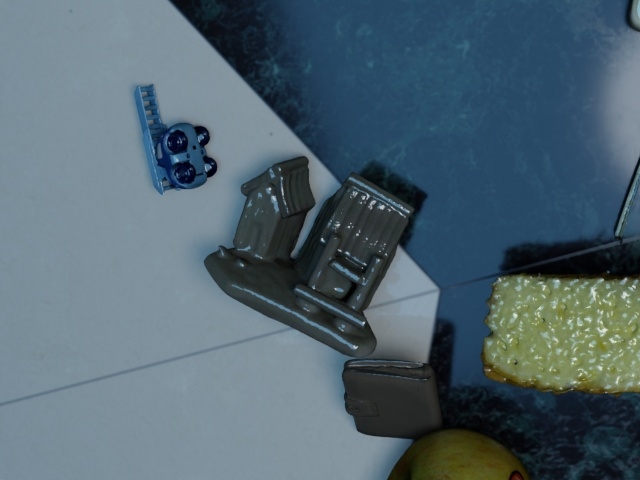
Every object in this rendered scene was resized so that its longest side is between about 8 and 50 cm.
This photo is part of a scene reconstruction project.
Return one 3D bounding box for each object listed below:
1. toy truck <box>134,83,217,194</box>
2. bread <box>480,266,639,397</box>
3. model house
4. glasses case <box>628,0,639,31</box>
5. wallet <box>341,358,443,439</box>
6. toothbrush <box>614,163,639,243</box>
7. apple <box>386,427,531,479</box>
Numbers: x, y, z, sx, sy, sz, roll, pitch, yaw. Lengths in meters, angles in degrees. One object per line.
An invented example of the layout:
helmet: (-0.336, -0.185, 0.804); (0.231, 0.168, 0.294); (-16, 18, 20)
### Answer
toy truck: (-0.179, -0.127, 1.350); (0.074, 0.063, 0.136); (-7, 96, 34)
bread: (0.304, 0.094, 1.230); (0.229, 0.139, 0.143); (2, 96, 27)
model house: (0.000, 0.004, 1.298); (0.229, 0.122, 0.188); (28, 103, 10)
glasses case: (0.409, -0.363, 1.140); (0.131, 0.070, 0.313); (11, 97, 11)
wallet: (0.085, 0.188, 1.317); (0.118, 0.039, 0.152); (3, 145, 12)
toothbrush: (0.375, -0.135, 1.230); (0.028, 0.026, 0.294); (18, 104, 24)
apple: (0.159, 0.308, 1.292); (0.155, 0.182, 0.182); (23, 106, -16)
